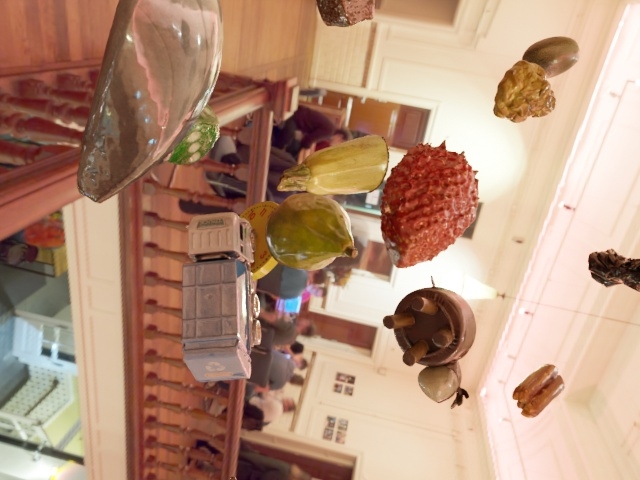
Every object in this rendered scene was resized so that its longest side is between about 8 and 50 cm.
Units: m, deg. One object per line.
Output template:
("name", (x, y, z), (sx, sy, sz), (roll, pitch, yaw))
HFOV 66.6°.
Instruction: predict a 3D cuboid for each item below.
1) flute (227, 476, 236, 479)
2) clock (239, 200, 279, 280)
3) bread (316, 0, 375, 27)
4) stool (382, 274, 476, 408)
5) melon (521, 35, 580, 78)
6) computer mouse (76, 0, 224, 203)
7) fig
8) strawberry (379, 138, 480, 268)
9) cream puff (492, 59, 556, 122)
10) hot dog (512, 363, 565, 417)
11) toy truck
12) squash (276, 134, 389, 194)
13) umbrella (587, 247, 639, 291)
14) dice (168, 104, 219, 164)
("flute", (-0.102, 0.457, 0.754), (0.014, 0.014, 0.270), (-69, 152, -59))
("clock", (-0.220, -0.001, 1.567), (0.294, 0.277, 0.071), (-52, 133, -1))
("bread", (0.024, -0.700, 1.092), (0.165, 0.113, 0.417), (50, -19, 54))
("stool", (0.178, 0.167, 0.779), (0.121, 0.125, 0.218), (-4, 89, -55))
("melon", (0.668, -0.534, 1.430), (0.114, 0.167, 0.114), (23, 63, -57))
("computer mouse", (-0.211, -0.190, 0.633), (0.371, 0.121, 0.188), (-53, -164, 34))
("fig", (0.003, -0.016, 1.324), (0.233, 0.313, 0.234), (-16, 108, -58))
("strawberry", (0.271, -0.099, 1.312), (0.343, 0.291, 0.292), (-46, 153, -43))
("cream puff", (0.470, -0.328, 1.106), (0.146, 0.116, 0.146), (-40, 151, -27))
("hot dog", (0.465, 0.314, 1.034), (0.165, 0.071, 0.045), (-18, 163, -39))
("toy truck", (-0.218, 0.118, 1.075), (0.175, 0.146, 0.368), (75, 9, -73))
("squash", (0.039, -0.142, 1.019), (0.287, 0.137, 0.138), (-23, 131, -47))
("umbrella", (0.848, 0.092, 1.322), (0.340, 0.117, 0.118), (-98, -161, -81))
("dice", (-0.294, -0.240, 1.003), (0.120, 0.131, 0.128), (-44, 166, 24))
